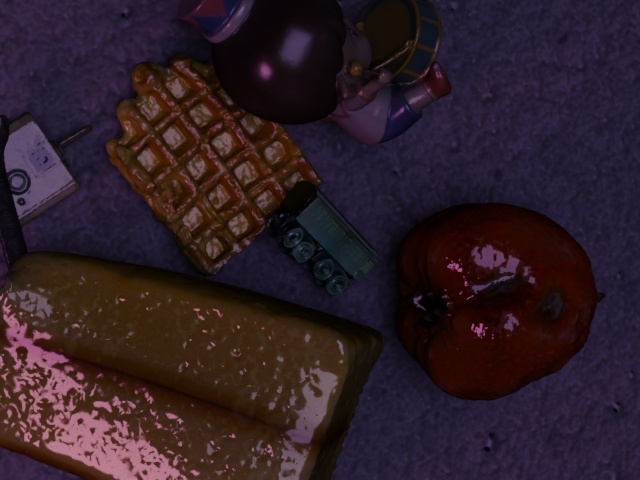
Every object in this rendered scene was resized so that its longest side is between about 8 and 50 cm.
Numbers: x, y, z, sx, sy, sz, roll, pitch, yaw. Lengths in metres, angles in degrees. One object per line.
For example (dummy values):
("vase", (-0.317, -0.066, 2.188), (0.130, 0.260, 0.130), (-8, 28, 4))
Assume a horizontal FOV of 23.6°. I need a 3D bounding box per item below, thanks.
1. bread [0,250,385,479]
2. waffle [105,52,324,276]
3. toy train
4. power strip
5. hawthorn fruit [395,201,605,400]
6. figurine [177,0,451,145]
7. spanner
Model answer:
("bread", (-0.148, 0.140, 1.531), (0.362, 0.245, 0.233), (20, 93, 9))
("waffle", (-0.121, -0.091, 1.533), (0.160, 0.055, 0.211), (-41, 105, -11))
("toy train", (0.000, 0.000, 1.555), (0.071, 0.038, 0.148), (-48, 136, -4))
("power strip", (-0.334, -0.039, 1.485), (0.268, 0.034, 0.092), (-34, 103, -11))
("hawthorn fruit", (0.206, 0.058, 1.581), (0.243, 0.207, 0.207), (-3, 95, -29))
("figurine", (-0.008, -0.186, 1.474), (0.276, 0.161, 0.158), (10, 100, -44))
("spanner", (-0.299, -0.008, 1.472), (0.054, 0.015, 0.254), (-20, 116, -20))
